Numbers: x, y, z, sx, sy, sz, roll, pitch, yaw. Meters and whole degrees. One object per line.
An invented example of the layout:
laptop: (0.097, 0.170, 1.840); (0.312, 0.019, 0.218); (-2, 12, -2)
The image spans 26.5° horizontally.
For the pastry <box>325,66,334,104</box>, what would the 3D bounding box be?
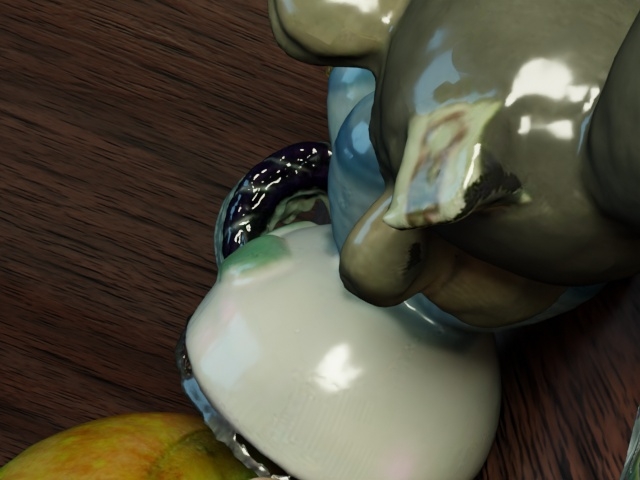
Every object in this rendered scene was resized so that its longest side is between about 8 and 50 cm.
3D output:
pastry: (0.099, -0.234, 1.571); (0.284, 0.184, 0.316); (-88, 19, -77)

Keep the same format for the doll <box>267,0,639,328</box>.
doll: (0.175, -0.146, 0.598); (0.378, 0.252, 0.383); (-3, 65, 49)

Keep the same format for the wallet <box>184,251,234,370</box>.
wallet: (-0.020, 0.103, 1.395); (0.059, 0.202, 0.141); (96, -166, -68)

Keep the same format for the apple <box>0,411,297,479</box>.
apple: (-0.135, 0.299, 0.989); (0.339, 0.339, 0.340); (-159, 90, -85)

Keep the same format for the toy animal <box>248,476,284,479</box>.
toy animal: (0.006, 0.243, 0.762); (0.198, 0.171, 0.171); (56, 138, 33)

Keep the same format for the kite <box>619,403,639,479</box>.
kite: (0.172, 0.068, 0.536); (0.285, 0.015, 0.152); (180, 110, -85)

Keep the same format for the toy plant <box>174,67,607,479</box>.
toy plant: (0.075, -0.009, 0.872); (0.332, 0.247, 0.247); (-60, 8, 23)

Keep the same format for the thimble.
thimble: (0.000, 0.000, 1.537); (0.150, 0.237, 0.237); (174, 117, -81)
